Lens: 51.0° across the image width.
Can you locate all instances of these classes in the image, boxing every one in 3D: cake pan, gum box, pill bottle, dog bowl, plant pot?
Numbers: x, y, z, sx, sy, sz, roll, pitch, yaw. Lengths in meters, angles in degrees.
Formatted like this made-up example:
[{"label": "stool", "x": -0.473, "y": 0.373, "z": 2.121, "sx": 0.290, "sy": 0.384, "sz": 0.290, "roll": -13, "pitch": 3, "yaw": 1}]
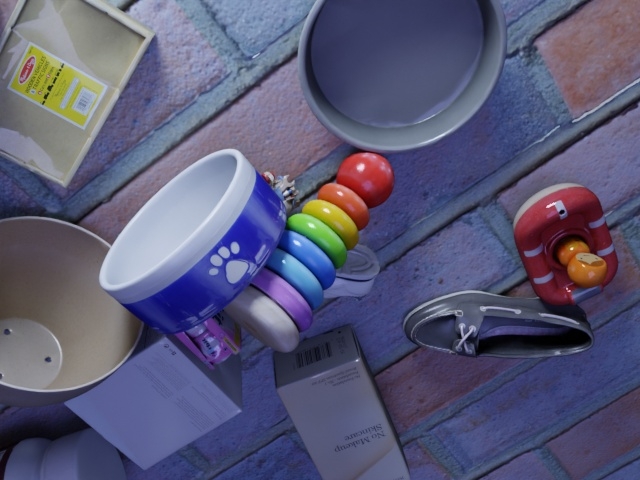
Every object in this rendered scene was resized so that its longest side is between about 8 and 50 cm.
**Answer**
[{"label": "cake pan", "x": 0.112, "y": -0.264, "z": 0.948, "sx": 0.294, "sy": 0.054, "sz": 0.293, "roll": -3, "pitch": 126, "yaw": -5}, {"label": "gum box", "x": -0.179, "y": 0.103, "z": 1.042, "sx": 0.062, "sy": 0.188, "sz": 0.107, "roll": -34, "pitch": 116, "yaw": 10}, {"label": "pill bottle", "x": -0.557, "y": 0.478, "z": 1.167, "sx": 0.393, "sy": 0.224, "sz": 0.224, "roll": -19, "pitch": 118, "yaw": 2}, {"label": "dog bowl", "x": -0.179, "y": -0.001, "z": 0.946, "sx": 0.265, "sy": 0.264, "sz": 0.104, "roll": -36, "pitch": 117, "yaw": 11}, {"label": "plant pot", "x": -0.431, "y": 0.132, "z": 1.001, "sx": 0.284, "sy": 0.284, "sz": 0.191, "roll": 25, "pitch": 134, "yaw": -19}]

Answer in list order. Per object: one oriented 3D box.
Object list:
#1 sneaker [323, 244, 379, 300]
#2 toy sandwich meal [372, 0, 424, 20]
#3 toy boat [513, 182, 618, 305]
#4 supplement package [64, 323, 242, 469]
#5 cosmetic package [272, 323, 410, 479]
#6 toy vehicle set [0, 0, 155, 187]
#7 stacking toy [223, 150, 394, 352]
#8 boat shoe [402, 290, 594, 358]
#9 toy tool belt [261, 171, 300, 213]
[{"label": "sneaker", "x": -0.025, "y": 0.050, "z": 1.099, "sx": 0.235, "sy": 0.090, "sz": 0.094, "roll": 13, "pitch": 139, "yaw": -6}, {"label": "toy sandwich meal", "x": 0.111, "y": -0.352, "z": 0.938, "sx": 0.086, "sy": 0.029, "sz": 0.085, "roll": -3, "pitch": 126, "yaw": -4}, {"label": "toy boat", "x": 0.416, "y": 0.023, "z": 1.100, "sx": 0.151, "sy": 0.151, "sz": 0.231, "roll": -27, "pitch": 117, "yaw": 6}, {"label": "supplement package", "x": -0.269, "y": 0.230, "z": 1.117, "sx": 0.203, "sy": 0.149, "sz": 0.194, "roll": -33, "pitch": 117, "yaw": 10}, {"label": "cosmetic package", "x": 0.041, "y": 0.323, "z": 1.229, "sx": 0.160, "sy": 0.113, "sz": 0.309, "roll": -22, "pitch": 117, "yaw": 4}, {"label": "toy vehicle set", "x": -0.370, "y": -0.221, "z": 0.936, "sx": 0.166, "sy": 0.035, "sz": 0.266, "roll": 30, "pitch": 110, "yaw": -20}, {"label": "stacking toy", "x": 0.000, "y": 0.000, "z": 0.992, "sx": 0.330, "sy": 0.141, "sz": 0.141, "roll": -50, "pitch": 117, "yaw": -20}, {"label": "boat shoe", "x": 0.319, "y": 0.157, "z": 1.188, "sx": 0.336, "sy": 0.095, "sz": 0.112, "roll": -2, "pitch": 117, "yaw": -7}, {"label": "toy tool belt", "x": -0.060, "y": -0.078, "z": 1.049, "sx": 0.051, "sy": 0.052, "sz": 0.083, "roll": -33, "pitch": 125, "yaw": -26}]
